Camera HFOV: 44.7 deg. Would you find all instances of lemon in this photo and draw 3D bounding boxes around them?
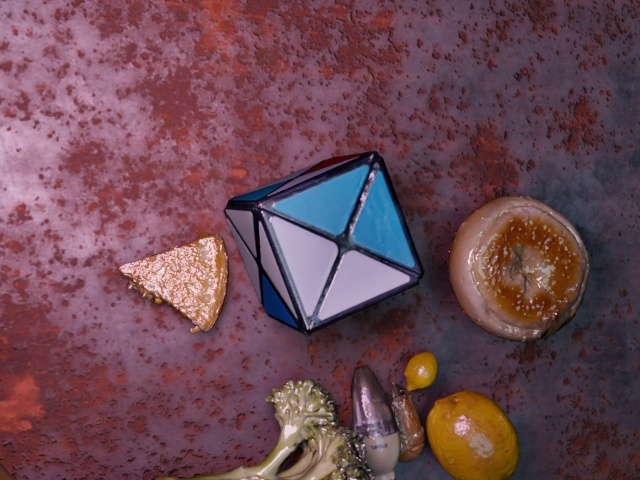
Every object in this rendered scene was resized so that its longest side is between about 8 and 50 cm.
[{"bbox_3d":[0.307,0.398,1.568,0.170,0.170,0.207,-31,99,-14],"label":"lemon"},{"bbox_3d":[0.204,0.267,1.578,0.065,0.065,0.092,36,81,-17],"label":"lemon"}]

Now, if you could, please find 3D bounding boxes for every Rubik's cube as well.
[{"bbox_3d":[0.000,0.000,1.395,0.248,0.250,0.246,-25,101,-17],"label":"Rubik's cube"}]

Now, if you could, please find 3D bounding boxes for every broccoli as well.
[{"bbox_3d":[-0.081,0.505,1.418,0.397,0.275,0.353,-28,58,-21],"label":"broccoli"}]

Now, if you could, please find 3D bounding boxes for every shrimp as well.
[{"bbox_3d":[0.157,0.368,1.587,0.099,0.041,0.180,-12,99,-2],"label":"shrimp"}]

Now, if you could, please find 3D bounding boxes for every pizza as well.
[{"bbox_3d":[-0.267,0.068,1.411,0.199,0.062,0.188,12,78,-13],"label":"pizza"}]

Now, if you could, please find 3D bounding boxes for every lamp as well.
[{"bbox_3d":[0.103,0.370,1.527,0.101,0.101,0.250,-10,86,-18],"label":"lamp"}]

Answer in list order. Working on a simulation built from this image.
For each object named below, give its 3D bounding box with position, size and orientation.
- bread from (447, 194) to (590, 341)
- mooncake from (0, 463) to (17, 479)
[{"bbox_3d":[0.391,0.058,1.575,0.306,0.159,0.305,0,90,-20],"label":"bread"},{"bbox_3d":[-0.634,0.428,1.158,0.378,0.378,0.200,32,88,-18],"label":"mooncake"}]
